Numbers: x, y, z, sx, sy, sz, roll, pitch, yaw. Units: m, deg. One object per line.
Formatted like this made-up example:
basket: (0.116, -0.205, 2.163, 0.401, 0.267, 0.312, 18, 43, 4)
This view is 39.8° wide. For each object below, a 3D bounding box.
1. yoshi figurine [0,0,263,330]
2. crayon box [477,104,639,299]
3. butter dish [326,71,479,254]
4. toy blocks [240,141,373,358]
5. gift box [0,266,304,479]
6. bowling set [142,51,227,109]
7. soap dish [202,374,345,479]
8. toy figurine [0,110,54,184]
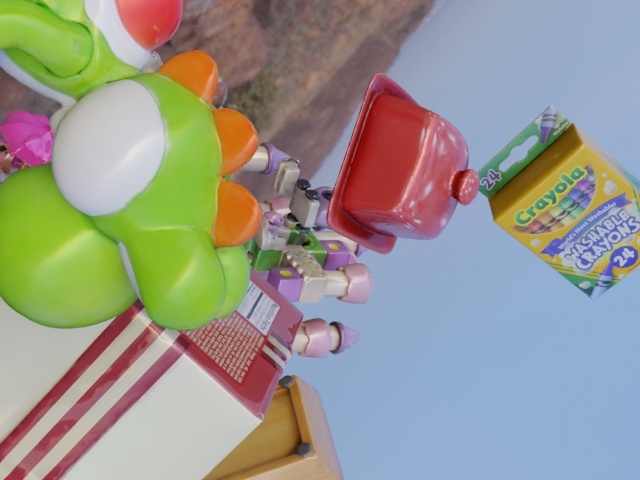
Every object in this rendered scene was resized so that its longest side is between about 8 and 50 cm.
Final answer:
yoshi figurine: (-0.179, -0.095, 0.559, 0.203, 0.362, 0.203, -22, 174, -32)
crayon box: (0.442, -0.057, 1.538, 0.203, 0.323, 0.083, -44, -157, 27)
butter dish: (0.098, -0.062, 0.861, 0.160, 0.118, 0.160, 25, 81, -59)
toy blocks: (0.000, 0.000, 1.449, 0.289, 0.260, 0.309, 52, -47, 47)
gift box: (-0.203, 0.104, 0.803, 0.258, 0.276, 0.255, -47, -179, 18)
bowling set: (-0.211, -0.224, 1.287, 0.199, 0.154, 0.287, -28, 166, 34)
soap dish: (-0.123, 0.344, 1.395, 0.290, 0.118, 0.229, -19, -145, 0)
toy figurine: (-0.315, -0.055, 0.874, 0.173, 0.130, 0.159, 18, -108, 50)
